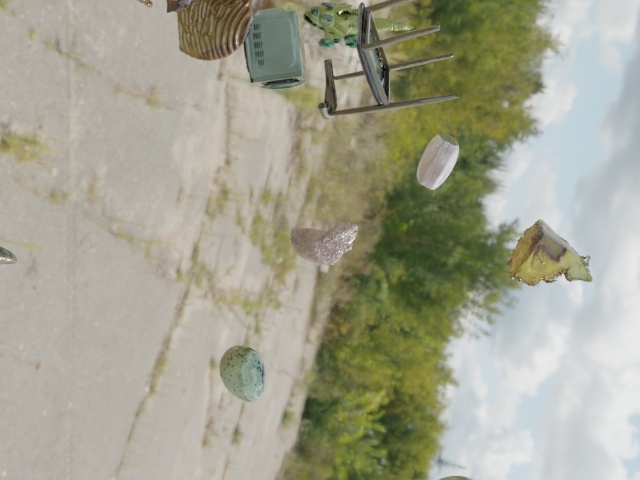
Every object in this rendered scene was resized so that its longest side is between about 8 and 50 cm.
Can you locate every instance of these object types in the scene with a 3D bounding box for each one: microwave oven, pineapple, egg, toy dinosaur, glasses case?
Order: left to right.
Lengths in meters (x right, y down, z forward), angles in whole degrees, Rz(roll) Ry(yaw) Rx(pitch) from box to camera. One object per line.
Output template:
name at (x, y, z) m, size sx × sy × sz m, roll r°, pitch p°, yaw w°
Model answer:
egg at (-0.145, 0.251, 1.508) m, size 0.110 × 0.085 × 0.085 m, roll 60°, pitch -3°, yaw 10°
microwave oven at (-0.099, -0.418, 1.765) m, size 0.208 × 0.122 × 0.162 m, roll -75°, pitch 158°, yaw -82°
toy dinosaur at (0.085, -0.510, 1.898) m, size 0.153 × 0.259 × 0.094 m, roll 167°, pitch -72°, yaw -82°
glasses case at (0.276, -0.190, 1.884) m, size 0.113 × 0.075 × 0.297 m, roll -62°, pitch 177°, yaw 15°
pineapple at (0.319, 0.020, 1.078) m, size 0.077 × 0.114 × 0.114 m, roll 104°, pitch 13°, yaw -50°

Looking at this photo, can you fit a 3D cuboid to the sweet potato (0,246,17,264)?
sweet potato at (-0.630, 0.019, 1.499) m, size 0.153 × 0.038 × 0.041 m, roll 42°, pitch 30°, yaw -54°

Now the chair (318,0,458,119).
chair at (0.108, -0.346, 1.525) m, size 0.188 × 0.272 × 0.166 m, roll -85°, pitch 157°, yaw -48°

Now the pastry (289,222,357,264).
pastry at (-0.002, 0.012, 2.112) m, size 0.265 × 0.102 × 0.112 m, roll -10°, pitch -117°, yaw 63°

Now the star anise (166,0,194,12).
star anise at (-0.212, -0.455, 1.361) m, size 0.168 × 0.057 × 0.168 m, roll -36°, pitch -145°, yaw 30°

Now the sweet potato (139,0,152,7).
sweet potato at (-0.339, -0.451, 1.297) m, size 0.226 × 0.068 × 0.068 m, roll 53°, pitch 45°, yaw -48°

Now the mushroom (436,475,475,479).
mushroom at (0.302, 0.608, 1.697) m, size 0.215 × 0.207 × 0.207 m, roll 33°, pitch 69°, yaw -60°

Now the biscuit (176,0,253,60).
biscuit at (-0.204, -0.433, 1.492) m, size 0.031 × 0.176 × 0.229 m, roll -47°, pitch 157°, yaw -46°
